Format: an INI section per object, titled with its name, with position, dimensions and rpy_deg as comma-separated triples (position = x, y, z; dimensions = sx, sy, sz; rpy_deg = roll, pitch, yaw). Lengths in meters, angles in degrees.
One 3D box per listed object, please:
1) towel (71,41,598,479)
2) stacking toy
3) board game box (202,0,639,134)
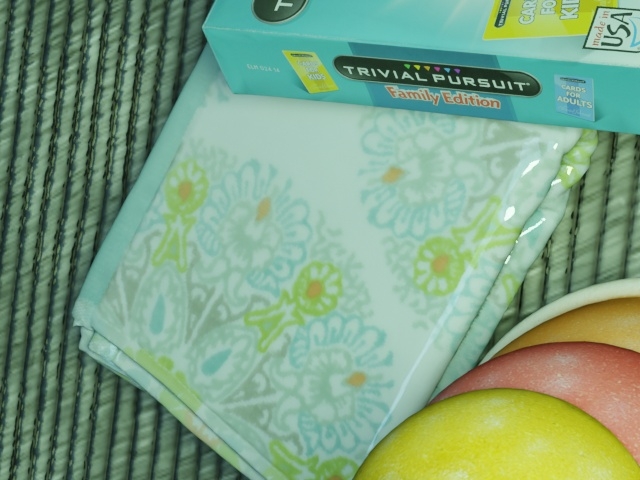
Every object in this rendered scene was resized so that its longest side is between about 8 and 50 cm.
[towel]
position = 0.000, 0.000, 1.507
dimensions = 0.320, 0.090, 0.374
rpy_deg = 35, 103, 31
[stacking toy]
position = 0.117, 0.199, 1.198
dimensions = 0.350, 0.480, 0.351
rpy_deg = 0, 90, 34
[board game box]
position = 0.118, -0.208, 1.411
dimensions = 0.336, 0.079, 0.254
rpy_deg = 8, 57, 25
